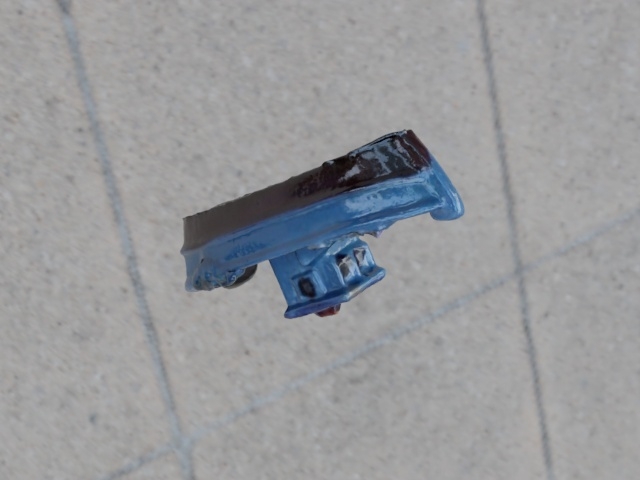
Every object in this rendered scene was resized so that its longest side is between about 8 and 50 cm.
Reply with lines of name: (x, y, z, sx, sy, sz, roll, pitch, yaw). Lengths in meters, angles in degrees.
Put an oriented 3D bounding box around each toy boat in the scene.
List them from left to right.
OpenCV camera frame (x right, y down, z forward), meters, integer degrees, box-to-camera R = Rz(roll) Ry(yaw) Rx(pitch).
toy boat: (0.000, 0.000, 0.912, 0.100, 0.223, 0.097, -29, 97, -48)
